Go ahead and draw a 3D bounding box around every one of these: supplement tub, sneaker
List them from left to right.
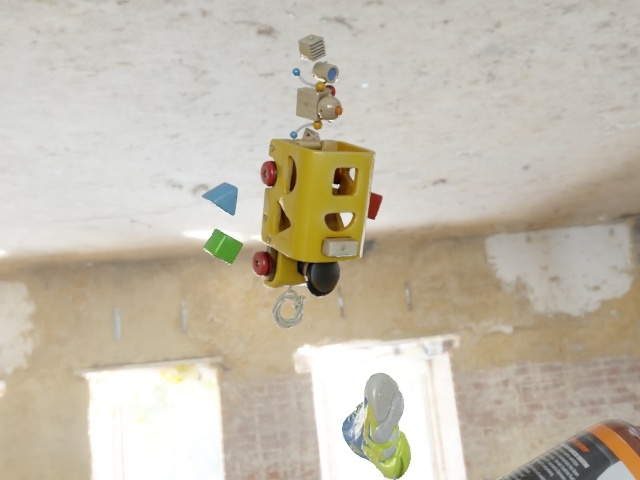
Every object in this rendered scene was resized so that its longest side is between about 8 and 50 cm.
[{"bbox_3d":[0.079,0.312,1.294,0.126,0.240,0.091,14,-140,36],"label":"sneaker"},{"bbox_3d":[0.179,0.190,0.508,0.197,0.106,0.106,-29,168,-3],"label":"supplement tub"}]

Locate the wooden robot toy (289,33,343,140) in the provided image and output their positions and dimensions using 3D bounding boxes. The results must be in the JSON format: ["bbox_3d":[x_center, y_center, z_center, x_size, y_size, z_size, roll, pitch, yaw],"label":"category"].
[{"bbox_3d":[0.009,-0.203,1.085,0.076,0.173,0.079,-18,-149,-40],"label":"wooden robot toy"}]

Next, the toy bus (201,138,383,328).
[{"bbox_3d":[-0.003,-0.011,0.795,0.104,0.191,0.202,26,160,53],"label":"toy bus"}]
